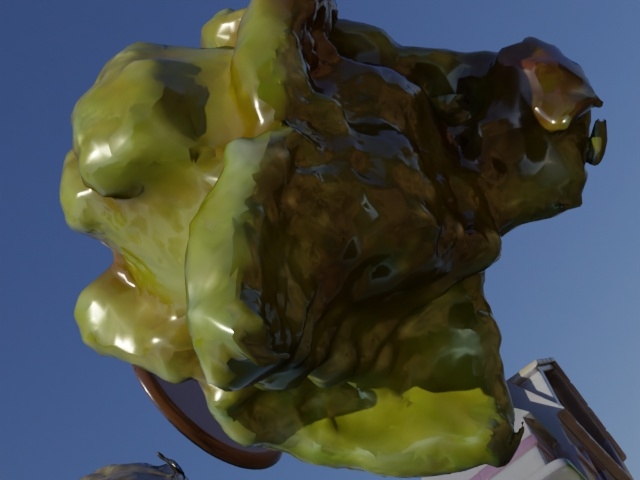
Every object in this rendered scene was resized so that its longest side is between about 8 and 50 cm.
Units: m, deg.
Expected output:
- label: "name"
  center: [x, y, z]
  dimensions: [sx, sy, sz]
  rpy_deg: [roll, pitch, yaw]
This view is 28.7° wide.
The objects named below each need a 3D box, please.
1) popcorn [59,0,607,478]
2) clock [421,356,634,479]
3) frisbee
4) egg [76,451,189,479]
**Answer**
- label: "popcorn"
  center: [-0.009, 0.007, 0.764]
  dimensions: [0.321, 0.326, 0.290]
  rpy_deg: [-42, 9, -36]
- label: "clock"
  center: [0.180, 0.216, 1.131]
  dimensions: [0.166, 0.309, 0.235]
  rpy_deg: [-39, -64, 12]
- label: "frisbee"
  center: [-0.138, 0.185, 1.577]
  dimensions: [0.021, 0.251, 0.251]
  rpy_deg: [-46, -21, 20]
- label: "egg"
  center: [-0.184, 0.349, 1.202]
  dimensions: [0.279, 0.279, 0.310]
  rpy_deg: [-43, 9, -18]
